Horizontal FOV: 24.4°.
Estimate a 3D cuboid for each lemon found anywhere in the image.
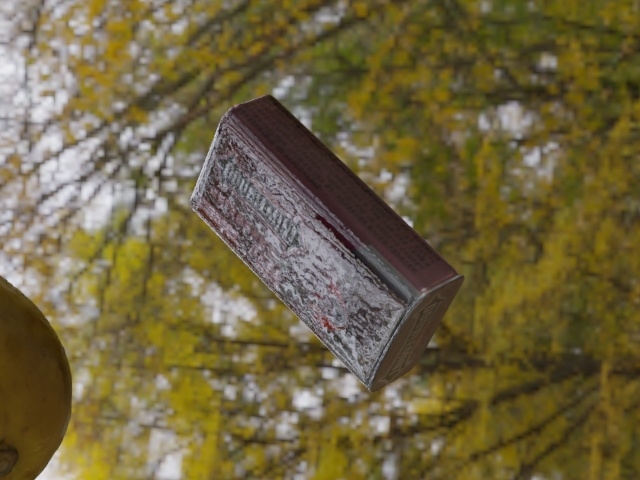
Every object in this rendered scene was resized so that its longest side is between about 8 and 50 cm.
[{"bbox_3d":[-0.255,0.082,0.927,0.170,0.207,0.170,-43,-26,-27],"label":"lemon"}]

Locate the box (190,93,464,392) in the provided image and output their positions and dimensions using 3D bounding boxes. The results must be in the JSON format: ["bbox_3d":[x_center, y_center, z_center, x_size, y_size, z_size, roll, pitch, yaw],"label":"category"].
[{"bbox_3d":[0.000,0.000,1.151,0.069,0.224,0.120,-24,-28,-41],"label":"box"}]
